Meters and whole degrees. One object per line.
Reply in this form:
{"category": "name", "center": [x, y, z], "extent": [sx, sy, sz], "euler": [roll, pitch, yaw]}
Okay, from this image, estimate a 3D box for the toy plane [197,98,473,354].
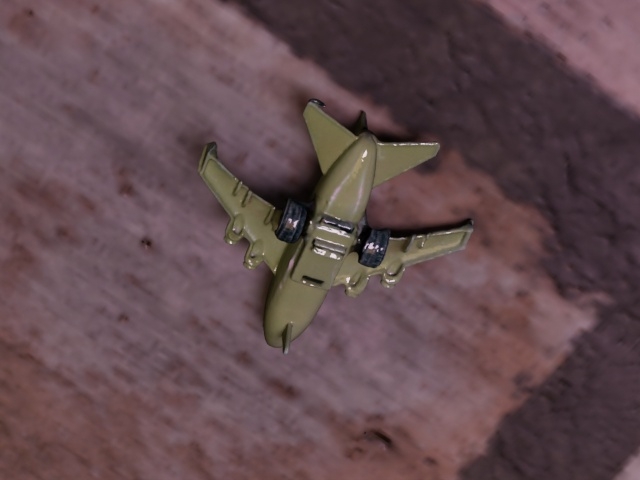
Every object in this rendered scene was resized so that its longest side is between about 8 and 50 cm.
{"category": "toy plane", "center": [0.000, 0.000, 0.551], "extent": [0.102, 0.040, 0.111], "euler": [18, 122, -9]}
